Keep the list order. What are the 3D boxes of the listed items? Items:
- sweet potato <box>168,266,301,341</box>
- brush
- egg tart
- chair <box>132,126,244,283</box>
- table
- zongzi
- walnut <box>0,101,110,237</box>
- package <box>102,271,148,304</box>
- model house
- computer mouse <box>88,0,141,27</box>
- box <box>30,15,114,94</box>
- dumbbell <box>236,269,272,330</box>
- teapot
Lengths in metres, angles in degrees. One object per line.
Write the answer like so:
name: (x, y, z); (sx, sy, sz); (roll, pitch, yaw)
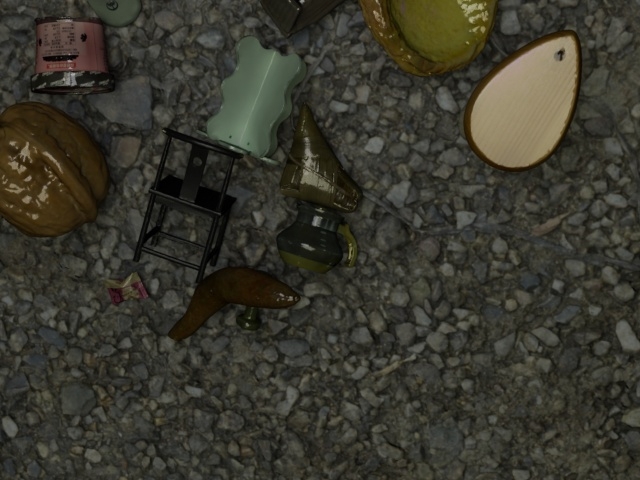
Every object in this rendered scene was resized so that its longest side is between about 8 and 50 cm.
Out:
sweet potato: (-0.181, 0.107, 1.858); (0.346, 0.079, 0.109); (-21, 67, 38)
brush: (0.360, -0.247, 1.701); (0.174, 0.166, 0.267); (34, 104, 0)
egg tart: (0.170, -0.424, 1.678); (0.294, 0.123, 0.294); (-5, 100, -29)
chair: (-0.241, -0.074, 1.824); (0.154, 0.141, 0.260); (19, 106, 2)
table: (-0.114, -0.257, 1.768); (0.166, 0.166, 0.198); (22, 96, 1)
zongzi: (0.017, -0.149, 1.815); (0.160, 0.078, 0.176); (17, 96, -4)
walnut: (-0.513, -0.124, 1.807); (0.257, 0.257, 0.224); (44, 67, -4)
package: (-0.389, 0.096, 1.939); (0.083, 0.029, 0.059); (-13, 109, 20)
model house: (-0.034, -0.473, 1.721); (0.188, 0.122, 0.229); (-33, 93, 17)
computer mouse: (-0.399, -0.480, 1.793); (0.089, 0.056, 0.182); (-25, 98, 7)
box: (-0.456, -0.339, 1.788); (0.151, 0.151, 0.135); (-2, 95, 7)
dumbbell: (-0.128, 0.116, 1.901); (0.046, 0.052, 0.118); (4, 108, -39)
teapot: (0.000, 0.000, 1.834); (0.165, 0.130, 0.119); (17, 89, -30)
